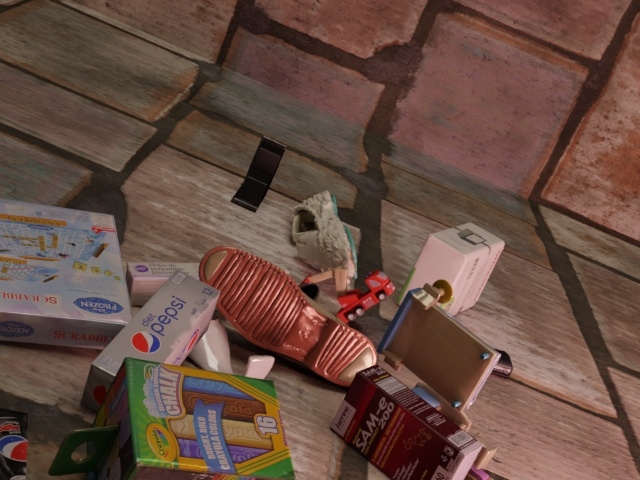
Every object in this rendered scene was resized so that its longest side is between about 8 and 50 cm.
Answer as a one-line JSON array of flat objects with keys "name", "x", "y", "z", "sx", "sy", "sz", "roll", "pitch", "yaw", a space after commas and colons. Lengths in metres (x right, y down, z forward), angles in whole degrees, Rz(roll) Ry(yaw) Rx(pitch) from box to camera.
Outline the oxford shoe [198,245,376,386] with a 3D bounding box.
[{"name": "oxford shoe", "x": -0.077, "y": 0.144, "z": 1.850, "sx": 0.397, "sy": 0.140, "sz": 0.146, "roll": 40, "pitch": -5, "yaw": -18}]

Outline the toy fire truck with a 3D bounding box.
[{"name": "toy fire truck", "x": 0.052, "y": 0.105, "z": 2.113, "sx": 0.135, "sy": 0.192, "sz": 0.047, "roll": 53, "pitch": 22, "yaw": -4}]

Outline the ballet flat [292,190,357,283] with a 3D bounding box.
[{"name": "ballet flat", "x": 0.000, "y": 0.000, "z": 2.369, "sx": 0.147, "sy": 0.147, "sz": 0.409, "roll": 19, "pitch": 18, "yaw": -14}]

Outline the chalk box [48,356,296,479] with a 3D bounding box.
[{"name": "chalk box", "x": -0.209, "y": 0.286, "z": 1.290, "sx": 0.289, "sy": 0.180, "sz": 0.179, "roll": 15, "pitch": 35, "yaw": -26}]

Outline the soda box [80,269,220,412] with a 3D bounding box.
[{"name": "soda box", "x": -0.270, "y": 0.170, "z": 1.570, "sx": 0.091, "sy": 0.098, "sz": 0.286, "roll": 27, "pitch": 36, "yaw": 6}]

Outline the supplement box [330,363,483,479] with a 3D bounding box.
[{"name": "supplement box", "x": 0.144, "y": 0.337, "z": 1.666, "sx": 0.239, "sy": 0.130, "sz": 0.073, "roll": 35, "pitch": 23, "yaw": 27}]

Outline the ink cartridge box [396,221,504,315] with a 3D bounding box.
[{"name": "ink cartridge box", "x": 0.326, "y": 0.078, "z": 2.392, "sx": 0.114, "sy": 0.198, "sz": 0.273, "roll": 32, "pitch": 22, "yaw": 23}]

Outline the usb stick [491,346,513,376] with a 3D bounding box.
[{"name": "usb stick", "x": 0.310, "y": 0.250, "z": 2.180, "sx": 0.278, "sy": 0.045, "sz": 0.077, "roll": 17, "pitch": 29, "yaw": -20}]

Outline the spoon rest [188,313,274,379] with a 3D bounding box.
[{"name": "spoon rest", "x": -0.194, "y": 0.192, "z": 1.744, "sx": 0.137, "sy": 0.084, "sz": 0.276, "roll": 6, "pitch": 14, "yaw": -42}]

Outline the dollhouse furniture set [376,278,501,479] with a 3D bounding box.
[{"name": "dollhouse furniture set", "x": 0.261, "y": 0.257, "z": 1.745, "sx": 0.286, "sy": 0.303, "sz": 0.198, "roll": 36, "pitch": 24, "yaw": 28}]

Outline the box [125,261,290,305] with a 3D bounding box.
[{"name": "box", "x": -0.216, "y": 0.085, "z": 1.884, "sx": 0.324, "sy": 0.067, "sz": 0.063, "roll": 1, "pitch": 30, "yaw": -23}]

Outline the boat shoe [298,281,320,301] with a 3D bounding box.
[{"name": "boat shoe", "x": -0.062, "y": 0.135, "z": 2.000, "sx": 0.080, "sy": 0.076, "sz": 0.228, "roll": 32, "pitch": 22, "yaw": 20}]

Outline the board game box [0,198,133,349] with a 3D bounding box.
[{"name": "board game box", "x": -0.498, "y": 0.048, "z": 1.657, "sx": 0.318, "sy": 0.066, "sz": 0.318, "roll": 9, "pitch": 33, "yaw": -25}]

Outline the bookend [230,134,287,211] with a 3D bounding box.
[{"name": "bookend", "x": -0.160, "y": -0.176, "z": 2.530, "sx": 0.072, "sy": 0.156, "sz": 0.157, "roll": 24, "pitch": 22, "yaw": -2}]

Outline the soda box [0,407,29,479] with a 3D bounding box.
[{"name": "soda box", "x": -0.415, "y": 0.291, "z": 1.258, "sx": 0.053, "sy": 0.060, "sz": 0.169, "roll": 17, "pitch": 22, "yaw": -23}]
